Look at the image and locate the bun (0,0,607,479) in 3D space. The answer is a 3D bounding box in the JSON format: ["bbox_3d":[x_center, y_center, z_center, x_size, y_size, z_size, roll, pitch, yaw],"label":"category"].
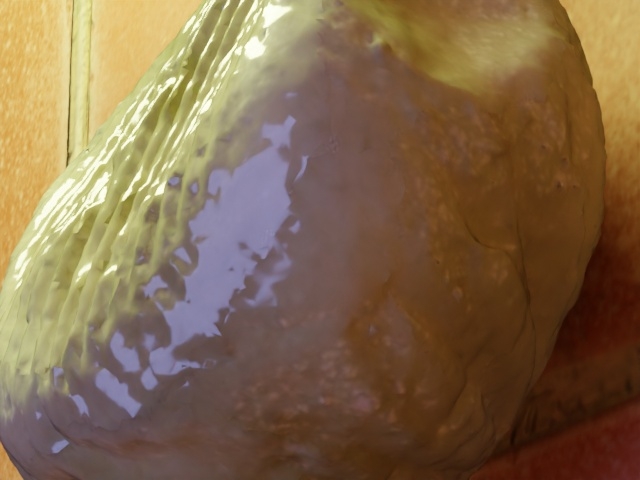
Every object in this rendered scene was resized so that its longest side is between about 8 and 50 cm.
[{"bbox_3d":[0.000,0.000,0.975,0.352,0.227,0.349,-26,34,59],"label":"bun"}]
